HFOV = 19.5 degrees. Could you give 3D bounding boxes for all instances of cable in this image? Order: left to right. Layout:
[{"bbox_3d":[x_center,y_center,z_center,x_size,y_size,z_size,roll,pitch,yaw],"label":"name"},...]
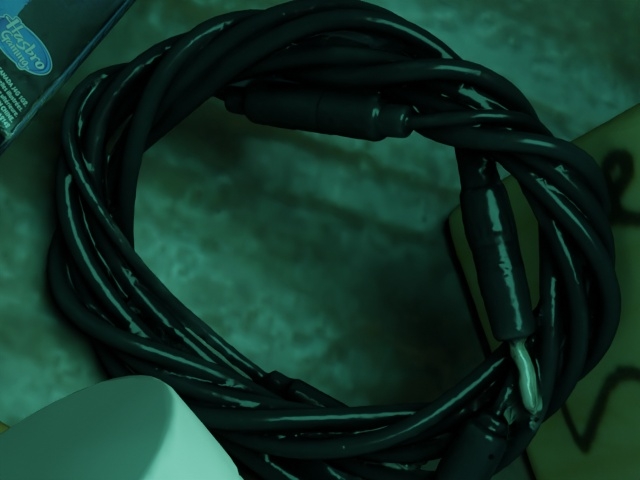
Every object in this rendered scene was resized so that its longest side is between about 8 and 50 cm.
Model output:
[{"bbox_3d":[0.000,0.000,0.584,0.184,0.047,0.150,39,107,4],"label":"cable"}]

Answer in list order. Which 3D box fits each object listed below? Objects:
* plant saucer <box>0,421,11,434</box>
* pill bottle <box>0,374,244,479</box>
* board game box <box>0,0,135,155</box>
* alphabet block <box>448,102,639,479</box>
[{"bbox_3d":[-0.133,0.136,0.528,0.200,0.037,0.200,8,72,-24],"label":"plant saucer"},{"bbox_3d":[0.010,0.195,0.465,0.181,0.181,0.323,-46,109,-28],"label":"pill bottle"},{"bbox_3d":[-0.096,-0.150,0.615,0.194,0.060,0.194,-38,93,-30],"label":"board game box"},{"bbox_3d":[0.191,0.028,0.620,0.193,0.197,0.192,-14,80,-28],"label":"alphabet block"}]
